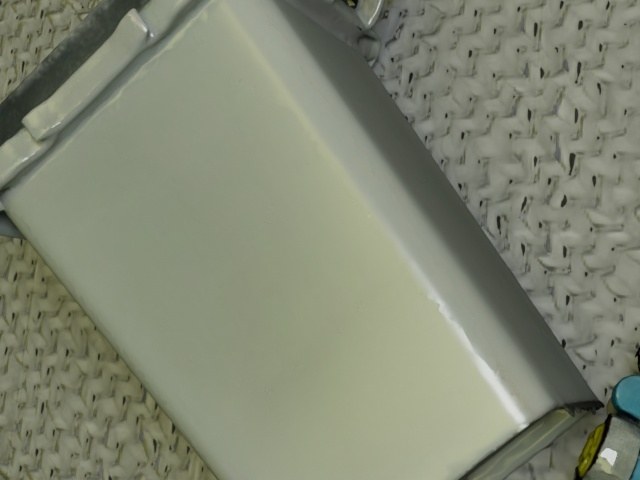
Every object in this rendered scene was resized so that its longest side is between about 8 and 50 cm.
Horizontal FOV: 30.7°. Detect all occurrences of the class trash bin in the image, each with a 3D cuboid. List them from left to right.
[{"bbox_3d":[0.000,0.000,0.728,0.296,0.256,0.367,-41,70,12],"label":"trash bin"}]

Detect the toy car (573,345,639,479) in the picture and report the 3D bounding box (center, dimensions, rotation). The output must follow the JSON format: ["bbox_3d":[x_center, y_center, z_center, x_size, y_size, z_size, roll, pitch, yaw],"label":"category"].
[{"bbox_3d":[0.216,0.118,0.680,0.126,0.098,0.161,24,60,3],"label":"toy car"}]
